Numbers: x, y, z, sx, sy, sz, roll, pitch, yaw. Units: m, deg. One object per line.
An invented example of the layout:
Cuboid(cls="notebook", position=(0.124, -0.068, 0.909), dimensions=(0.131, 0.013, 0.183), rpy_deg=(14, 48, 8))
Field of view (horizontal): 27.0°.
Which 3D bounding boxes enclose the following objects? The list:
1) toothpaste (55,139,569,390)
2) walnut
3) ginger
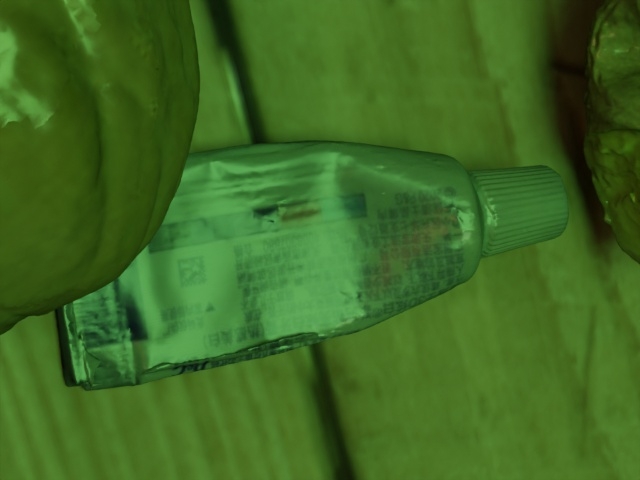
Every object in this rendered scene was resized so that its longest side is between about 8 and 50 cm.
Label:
Cuboid(cls="toothpaste", position=(0.001, 0.002, 0.692), dimensions=(0.282, 0.068, 0.099), rpy_deg=(-9, 68, -19))
Cuboid(cls="walnut", position=(-0.163, -0.086, 0.508), dimensions=(0.225, 0.225, 0.261), rpy_deg=(-27, 108, -25))
Cuboid(cls="ginger", position=(0.263, -0.115, 0.796), dimensions=(0.270, 0.123, 0.219), rpy_deg=(-34, 113, -33))
